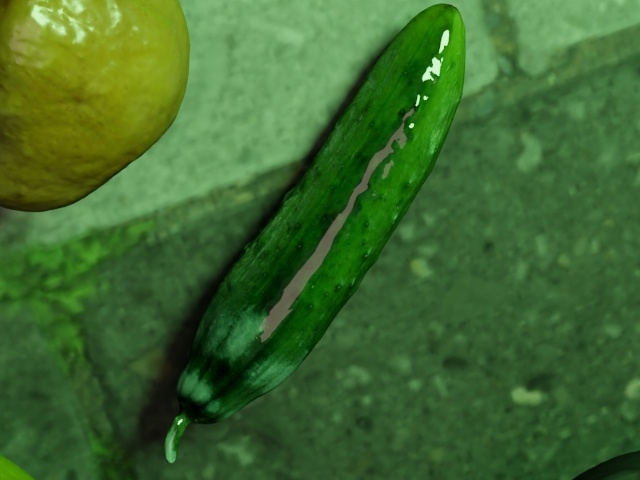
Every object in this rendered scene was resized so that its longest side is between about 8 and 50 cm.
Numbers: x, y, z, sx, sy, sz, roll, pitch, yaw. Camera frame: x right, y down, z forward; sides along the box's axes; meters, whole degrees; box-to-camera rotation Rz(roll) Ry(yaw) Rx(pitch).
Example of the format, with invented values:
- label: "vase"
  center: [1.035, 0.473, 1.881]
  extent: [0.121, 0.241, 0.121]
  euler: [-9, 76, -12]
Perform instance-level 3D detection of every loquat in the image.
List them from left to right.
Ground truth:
- label: "loquat"
  center: [-0.124, -0.077, 0.795]
  extent: [0.137, 0.113, 0.137]
  euler: [-17, 129, -22]

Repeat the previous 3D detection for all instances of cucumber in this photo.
- label: "cucumber"
  center: [0.000, 0.000, 0.870]
  extent: [0.056, 0.056, 0.250]
  euler: [35, 91, -19]

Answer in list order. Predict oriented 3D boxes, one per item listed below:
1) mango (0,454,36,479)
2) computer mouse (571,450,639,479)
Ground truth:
- label: "mango"
  center: [-0.229, 0.148, 0.803]
  extent: [0.293, 0.143, 0.175]
  euler: [17, 105, -7]
- label: "computer mouse"
  center: [0.196, 0.187, 0.936]
  extent: [0.269, 0.100, 0.170]
  euler: [9, 104, -21]
